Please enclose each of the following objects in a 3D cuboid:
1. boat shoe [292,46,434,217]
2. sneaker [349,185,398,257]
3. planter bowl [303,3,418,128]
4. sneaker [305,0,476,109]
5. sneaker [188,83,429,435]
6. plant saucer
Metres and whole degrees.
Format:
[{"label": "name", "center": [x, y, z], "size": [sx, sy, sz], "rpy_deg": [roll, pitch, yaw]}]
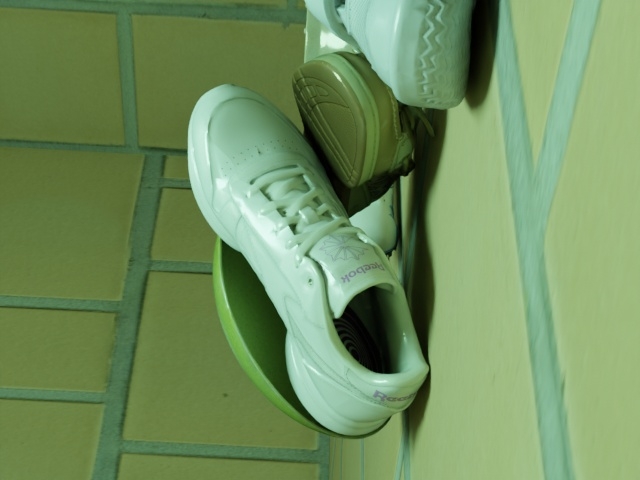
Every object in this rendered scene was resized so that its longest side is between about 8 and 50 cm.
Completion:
[{"label": "boat shoe", "center": [0.038, -0.096, 1.056], "size": [0.104, 0.089, 0.285], "rpy_deg": [62, 174, 8]}, {"label": "sneaker", "center": [0.040, -0.062, 1.340], "size": [0.237, 0.085, 0.086], "rpy_deg": [-91, -1, -54]}, {"label": "planter bowl", "center": [0.038, -0.183, 1.185], "size": [0.162, 0.109, 0.162], "rpy_deg": [-177, 90, -88]}, {"label": "sneaker", "center": [-0.006, -0.196, 0.872], "size": [0.366, 0.210, 0.137], "rpy_deg": [-89, 2, -59]}, {"label": "sneaker", "center": [0.000, 0.000, 1.014], "size": [0.305, 0.114, 0.152], "rpy_deg": [62, 155, 6]}, {"label": "plant saucer", "center": [-0.017, 0.067, 1.133], "size": [0.241, 0.037, 0.241], "rpy_deg": [35, -140, -36]}]
